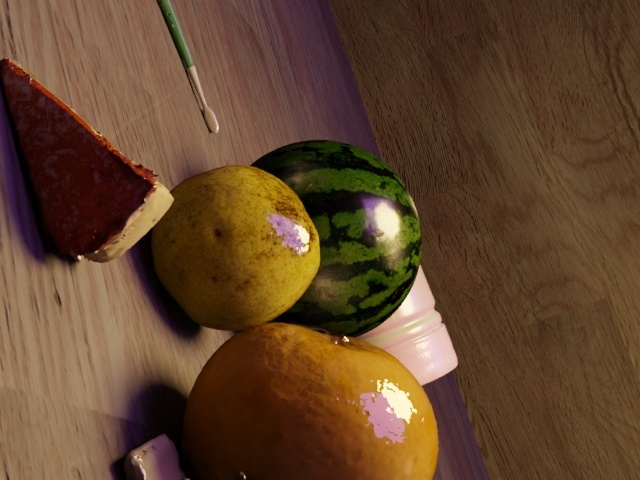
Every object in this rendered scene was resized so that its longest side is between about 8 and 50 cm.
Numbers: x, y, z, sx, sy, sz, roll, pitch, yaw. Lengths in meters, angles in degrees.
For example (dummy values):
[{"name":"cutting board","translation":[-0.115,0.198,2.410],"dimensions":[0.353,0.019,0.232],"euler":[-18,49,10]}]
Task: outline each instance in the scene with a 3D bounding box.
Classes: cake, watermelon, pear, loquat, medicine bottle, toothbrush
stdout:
[{"name":"cake","translation":[-0.250,-0.065,1.032],"dimensions":[0.220,0.117,0.086],"euler":[38,-1,19]},{"name":"watermelon","translation":[0.000,0.000,1.487],"dimensions":[0.285,0.285,0.285],"euler":[-21,90,-78]},{"name":"pear","translation":[-0.094,0.003,1.260],"dimensions":[0.197,0.197,0.197],"euler":[-21,90,-78]},{"name":"loquat","translation":[-0.011,0.201,1.102],"dimensions":[0.263,0.263,0.263],"euler":[-21,90,-78]},{"name":"medicine bottle","translation":[0.092,0.104,1.879],"dimensions":[0.202,0.202,0.316],"euler":[-15,83,-78]},{"name":"toothbrush","translation":[-0.208,-0.286,1.664],"dimensions":[0.024,0.018,0.257],"euler":[-42,111,-81]}]

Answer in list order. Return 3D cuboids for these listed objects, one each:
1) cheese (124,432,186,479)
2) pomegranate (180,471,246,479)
[{"name":"cheese","translation":[-0.091,0.373,0.981],"dimensions":[0.085,0.034,0.400],"euler":[-7,75,-78]},{"name":"pomegranate","translation":[-0.077,0.295,0.866],"dimensions":[0.181,0.181,0.224],"euler":[60,4,-35]}]
